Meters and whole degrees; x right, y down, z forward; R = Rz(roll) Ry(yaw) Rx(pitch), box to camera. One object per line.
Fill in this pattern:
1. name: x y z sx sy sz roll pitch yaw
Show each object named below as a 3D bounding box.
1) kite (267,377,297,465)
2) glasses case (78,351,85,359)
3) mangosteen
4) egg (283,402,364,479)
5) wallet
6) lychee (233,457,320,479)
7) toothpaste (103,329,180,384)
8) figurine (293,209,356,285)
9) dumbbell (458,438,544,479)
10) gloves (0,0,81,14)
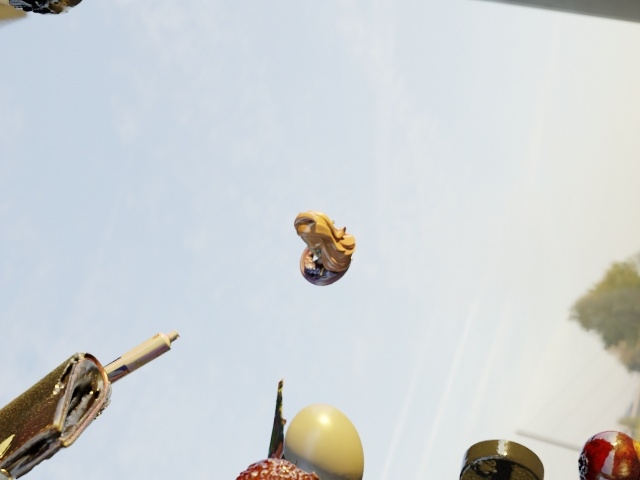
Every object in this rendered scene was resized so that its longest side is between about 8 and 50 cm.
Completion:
1. kite: -0.068 0.390 1.684 0.234 0.016 0.321 116 155 -53
2. glasses case: -0.416 0.258 1.646 0.190 0.072 0.042 -42 1 11
3. mangosteen: 0.314 0.243 1.123 0.081 0.080 0.081 13 -90 -71
4. egg: 0.007 0.398 1.930 0.146 0.146 0.199 19 -119 -71
5. wallet: -0.350 0.229 1.168 0.071 0.221 0.262 57 -177 -10
6. lychee: -0.056 0.324 1.269 0.129 0.123 0.123 -39 -21 3
7. toothpaste: -0.261 0.167 1.387 0.169 0.028 0.045 -31 -31 -9
8. figurine: 0.010 0.002 2.014 0.126 0.114 0.157 -84 -10 -48
9. dumbbell: 0.309 0.475 1.852 0.218 0.152 0.153 -67 -20 -50
10. gloves: -0.496 -0.465 1.789 0.124 0.203 0.164 -46 -20 -56
